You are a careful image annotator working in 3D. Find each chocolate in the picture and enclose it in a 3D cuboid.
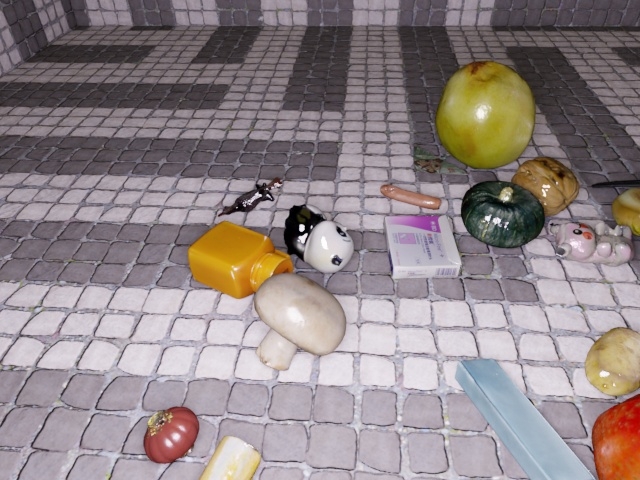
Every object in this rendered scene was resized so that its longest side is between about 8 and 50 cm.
[{"bbox_3d":[-0.178,0.419,0.790,0.086,0.085,0.219,17,47,21],"label":"chocolate"}]

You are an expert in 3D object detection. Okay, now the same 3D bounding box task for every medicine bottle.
[{"bbox_3d":[-0.184,0.054,1.199,0.222,0.111,0.149,20,44,25],"label":"medicine bottle"},{"bbox_3d":[0.254,0.014,1.284,0.171,0.052,0.201,-1,41,1],"label":"medicine bottle"}]

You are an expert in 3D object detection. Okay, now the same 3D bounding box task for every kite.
[{"bbox_3d":[0.394,-0.263,1.646,0.250,0.012,0.229,-30,50,-31],"label":"kite"}]

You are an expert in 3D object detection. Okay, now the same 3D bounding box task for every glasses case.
[{"bbox_3d":[0.349,0.329,0.903,0.105,0.056,0.266,5,33,-31],"label":"glasses case"}]

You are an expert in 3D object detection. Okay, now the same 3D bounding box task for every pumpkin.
[{"bbox_3d":[0.465,-0.071,1.298,0.212,0.151,0.211,7,27,-3],"label":"pumpkin"}]

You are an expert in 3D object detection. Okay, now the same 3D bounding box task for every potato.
[{"bbox_3d":[0.580,0.233,0.978,0.107,0.079,0.171,28,43,32],"label":"potato"}]

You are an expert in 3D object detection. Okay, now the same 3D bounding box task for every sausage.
[{"bbox_3d":[0.257,-0.127,1.463,0.187,0.043,0.043,18,43,23],"label":"sausage"}]

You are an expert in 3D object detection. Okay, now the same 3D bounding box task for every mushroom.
[{"bbox_3d":[-0.057,0.171,1.023,0.205,0.204,0.204,-1,39,1],"label":"mushroom"}]

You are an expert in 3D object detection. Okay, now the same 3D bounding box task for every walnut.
[{"bbox_3d":[0.615,-0.153,1.403,0.156,0.155,0.184,-16,47,-17],"label":"walnut"}]

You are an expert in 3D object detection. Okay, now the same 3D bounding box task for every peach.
[{"bbox_3d":[0.501,-0.379,1.556,0.314,0.315,0.281,29,59,14],"label":"peach"}]

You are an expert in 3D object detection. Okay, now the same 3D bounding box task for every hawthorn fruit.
[{"bbox_3d":[0.542,0.325,0.756,0.216,0.249,0.215,7,59,-12],"label":"hawthorn fruit"}]

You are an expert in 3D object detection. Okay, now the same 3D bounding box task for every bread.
[{"bbox_3d":[0.876,-0.066,1.313,0.214,0.104,0.213,0,27,0],"label":"bread"}]

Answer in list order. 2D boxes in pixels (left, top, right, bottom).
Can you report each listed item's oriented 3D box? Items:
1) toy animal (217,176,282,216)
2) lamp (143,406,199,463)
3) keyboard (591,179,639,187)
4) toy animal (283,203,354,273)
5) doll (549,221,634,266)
[{"bbox_3d":[-0.207,-0.117,1.447,0.203,0.070,0.105,-29,3,-19],"label":"toy animal"},{"bbox_3d":[-0.258,0.337,0.876,0.101,0.090,0.101,-30,23,14],"label":"lamp"},{"bbox_3d":[0.869,-0.158,1.388,0.106,0.016,0.262,-6,6,-6],"label":"keyboard"},{"bbox_3d":[0.000,0.000,1.240,0.179,0.166,0.138,27,90,19],"label":"toy animal"},{"bbox_3d":[0.666,0.007,1.243,0.192,0.095,0.149,12,35,19],"label":"doll"}]
